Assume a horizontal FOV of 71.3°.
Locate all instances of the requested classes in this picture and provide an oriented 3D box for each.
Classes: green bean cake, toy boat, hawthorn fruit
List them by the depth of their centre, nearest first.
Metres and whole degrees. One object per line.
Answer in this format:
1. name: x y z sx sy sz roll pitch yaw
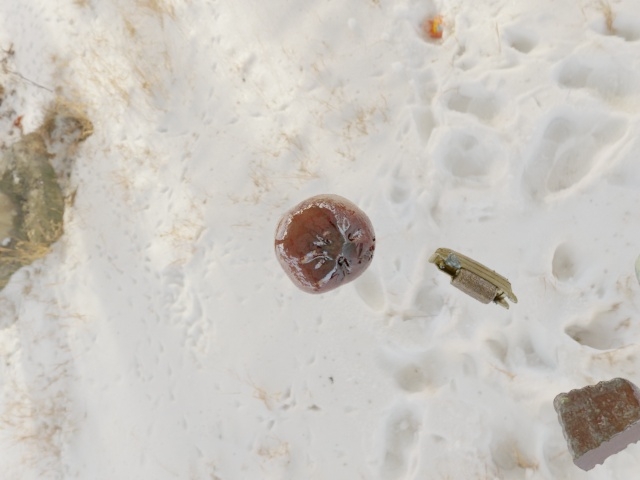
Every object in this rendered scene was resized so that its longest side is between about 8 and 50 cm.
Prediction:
1. green bean cake: 0.787 0.500 1.231 0.233 0.097 0.198 -37 40 31
2. hawthorn fruit: -0.004 0.003 1.271 0.311 0.295 0.295 10 84 44
3. toy boat: 0.500 0.129 1.466 0.310 0.089 0.115 30 54 0

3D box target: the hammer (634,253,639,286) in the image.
1. hammer: 0.465 0.123 0.530 0.113 0.305 0.202 -31 93 40
